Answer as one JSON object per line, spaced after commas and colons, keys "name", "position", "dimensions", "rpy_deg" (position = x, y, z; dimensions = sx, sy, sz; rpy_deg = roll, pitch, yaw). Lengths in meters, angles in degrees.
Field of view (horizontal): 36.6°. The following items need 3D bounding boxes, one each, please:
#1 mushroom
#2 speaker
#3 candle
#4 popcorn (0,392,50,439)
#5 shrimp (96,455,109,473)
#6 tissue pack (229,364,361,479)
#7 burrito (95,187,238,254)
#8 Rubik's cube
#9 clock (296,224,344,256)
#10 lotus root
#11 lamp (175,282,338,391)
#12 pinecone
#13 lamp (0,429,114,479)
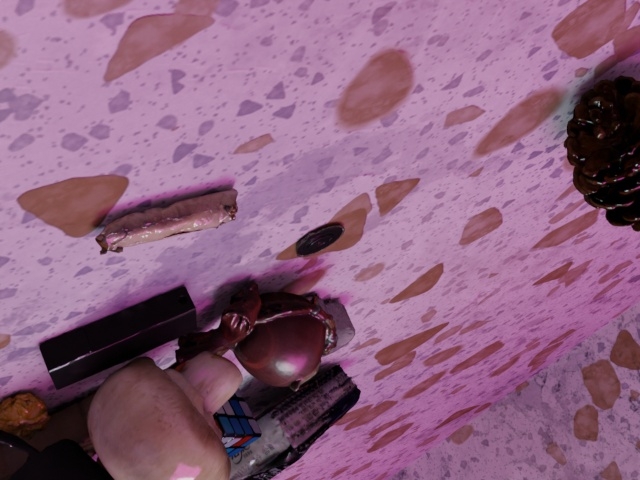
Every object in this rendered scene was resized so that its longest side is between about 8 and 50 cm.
{"name": "mushroom", "position": [-0.209, 0.267, 1.417], "dimensions": [0.234, 0.260, 0.254], "rpy_deg": [-39, 121, -16]}
{"name": "speaker", "position": [-0.283, 0.137, 1.371], "dimensions": [0.218, 0.044, 0.082], "rpy_deg": [-23, 157, -16]}
{"name": "candle", "position": [-0.036, 0.168, 1.709], "dimensions": [0.168, 0.068, 0.192], "rpy_deg": [-37, 153, 20]}
{"name": "popcorn", "position": [-0.444, 0.262, 1.428], "dimensions": [0.083, 0.057, 0.082], "rpy_deg": [-36, 155, 16]}
{"name": "shrimp", "position": [-0.279, 0.427, 1.662], "dimensions": [0.262, 0.117, 0.066], "rpy_deg": [30, 103, -39]}
{"name": "tissue pack", "position": [-0.076, 0.398, 1.996], "dimensions": [0.245, 0.123, 0.332], "rpy_deg": [-43, 170, 27]}
{"name": "burrito", "position": [-0.180, -0.025, 1.158], "dimensions": [0.185, 0.041, 0.045], "rpy_deg": [-14, 151, -29]}
{"name": "Rubik's cube", "position": [-0.221, 0.311, 1.671], "dimensions": [0.155, 0.154, 0.151], "rpy_deg": [-33, 158, 12]}
{"name": "clock", "position": [0.000, 0.000, 1.465], "dimensions": [0.083, 0.010, 0.074], "rpy_deg": [-23, 157, -15]}
{"name": "lotus root", "position": [-0.429, 0.330, 1.573], "dimensions": [0.260, 0.074, 0.170], "rpy_deg": [-27, 163, -7]}
{"name": "lamp", "position": [-0.091, 0.153, 1.534], "dimensions": [0.223, 0.151, 0.215], "rpy_deg": [33, 118, -17]}
{"name": "pinecone", "position": [0.487, -0.139, 1.489], "dimensions": [0.224, 0.224, 0.272], "rpy_deg": [-35, 139, 13]}
{"name": "lamp", "position": [-0.357, 0.436, 1.405], "dimensions": [0.205, 0.272, 0.374], "rpy_deg": [-53, 146, -4]}
